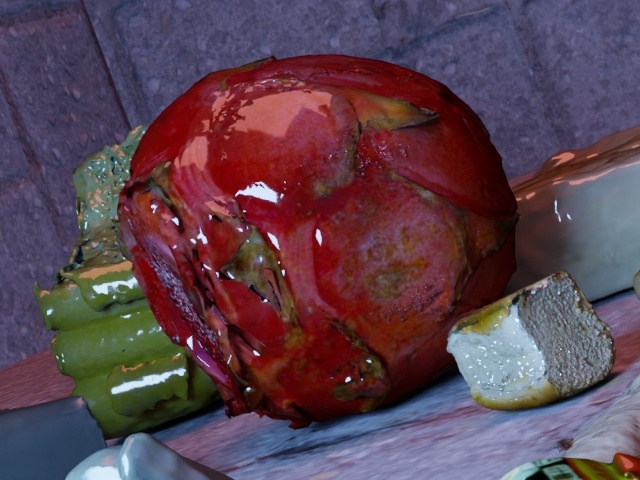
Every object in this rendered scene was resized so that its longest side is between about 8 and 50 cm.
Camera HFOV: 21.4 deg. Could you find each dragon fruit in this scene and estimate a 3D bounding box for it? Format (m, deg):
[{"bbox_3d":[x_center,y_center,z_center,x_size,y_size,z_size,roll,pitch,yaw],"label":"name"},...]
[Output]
[{"bbox_3d":[0.000,0.000,1.296,0.302,0.295,0.295,-8,-2,-22],"label":"dragon fruit"}]

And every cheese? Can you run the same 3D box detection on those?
[{"bbox_3d":[0.231,-0.017,1.508,0.326,0.115,0.318,-21,4,-11],"label":"cheese"}]

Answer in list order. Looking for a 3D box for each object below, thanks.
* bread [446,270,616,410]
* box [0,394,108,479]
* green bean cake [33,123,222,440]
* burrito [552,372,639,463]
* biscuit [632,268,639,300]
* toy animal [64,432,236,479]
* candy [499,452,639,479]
[{"bbox_3d":[0.135,0.069,1.081,0.083,0.076,0.070,-24,-7,-42],"label":"bread"},{"bbox_3d":[-0.274,0.190,1.190,0.178,0.138,0.274,-16,3,-34],"label":"box"},{"bbox_3d":[-0.150,0.028,1.658,0.202,0.285,0.310,-15,5,9],"label":"green bean cake"},{"bbox_3d":[0.138,0.095,0.708,0.087,0.060,0.226,-19,3,32],"label":"burrito"},{"bbox_3d":[0.275,0.027,1.179,0.174,0.039,0.183,-16,4,40],"label":"biscuit"},{"bbox_3d":[-0.108,0.176,0.653,0.251,0.127,0.125,-36,4,41],"label":"toy animal"},{"bbox_3d":[-0.010,0.163,0.541,0.305,0.083,0.091,-29,6,-8],"label":"candy"}]
